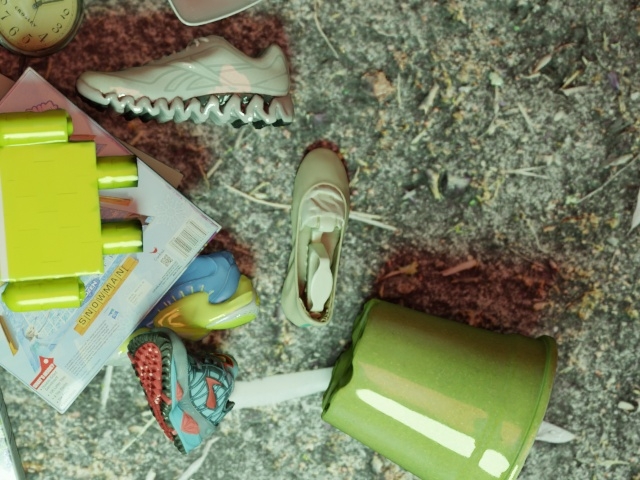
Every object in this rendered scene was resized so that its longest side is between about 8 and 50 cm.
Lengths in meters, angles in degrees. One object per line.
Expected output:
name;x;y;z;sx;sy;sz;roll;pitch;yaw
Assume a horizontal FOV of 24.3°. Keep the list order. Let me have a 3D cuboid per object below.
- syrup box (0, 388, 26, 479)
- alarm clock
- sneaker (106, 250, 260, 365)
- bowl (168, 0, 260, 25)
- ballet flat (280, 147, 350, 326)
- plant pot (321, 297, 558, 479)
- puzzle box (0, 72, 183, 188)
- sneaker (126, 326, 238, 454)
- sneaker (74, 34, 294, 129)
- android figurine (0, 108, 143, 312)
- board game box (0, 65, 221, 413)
syrup box;-0.457;0.257;1.953;0.093;0.096;0.236;-15;102;-8
alarm clock;-0.356;-0.315;1.887;0.192;0.064;0.129;-47;126;-6
sneaker;-0.207;0.083;1.997;0.240;0.091;0.126;-18;76;-1
bowl;-0.146;-0.362;1.941;0.142;0.053;0.142;-22;103;-9
ballet flat;0.000;0.000;2.017;0.086;0.086;0.248;4;98;-13
plant pot;0.147;0.207;2.009;0.254;0.276;0.276;24;93;-4
puzzle box;-0.420;-0.069;1.930;0.409;0.052;0.272;30;92;-15
sneaker;-0.173;0.173;1.957;0.125;0.262;0.104;-34;63;-17
sneaker;-0.176;-0.210;1.941;0.292;0.110;0.118;1;91;-21
android figurine;-0.357;-0.036;1.822;0.273;0.056;0.248;-3;97;-11
board game box;-0.349;-0.001;1.889;0.318;0.066;0.318;41;89;-12
